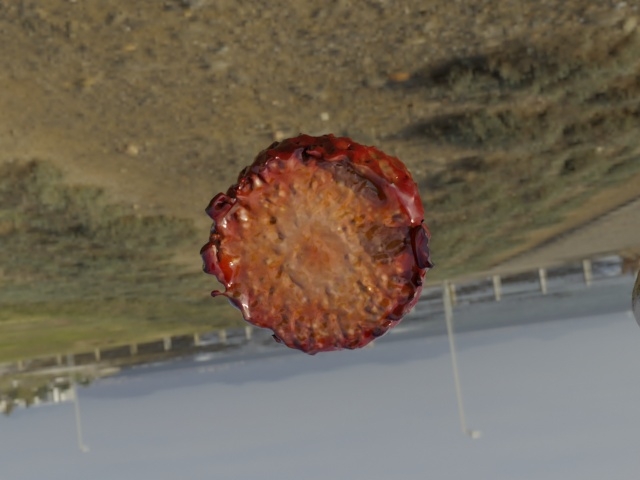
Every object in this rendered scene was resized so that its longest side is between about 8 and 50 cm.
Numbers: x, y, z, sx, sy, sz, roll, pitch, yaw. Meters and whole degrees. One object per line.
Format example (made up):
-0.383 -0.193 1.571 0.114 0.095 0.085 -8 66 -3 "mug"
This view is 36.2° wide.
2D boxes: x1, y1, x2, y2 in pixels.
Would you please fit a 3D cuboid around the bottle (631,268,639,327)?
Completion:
0.321 0.032 0.844 0.099 0.098 0.152 -8 154 6 "bottle"

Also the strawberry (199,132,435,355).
0.000 0.000 0.617 0.145 0.145 0.086 -8 -158 7 "strawberry"
